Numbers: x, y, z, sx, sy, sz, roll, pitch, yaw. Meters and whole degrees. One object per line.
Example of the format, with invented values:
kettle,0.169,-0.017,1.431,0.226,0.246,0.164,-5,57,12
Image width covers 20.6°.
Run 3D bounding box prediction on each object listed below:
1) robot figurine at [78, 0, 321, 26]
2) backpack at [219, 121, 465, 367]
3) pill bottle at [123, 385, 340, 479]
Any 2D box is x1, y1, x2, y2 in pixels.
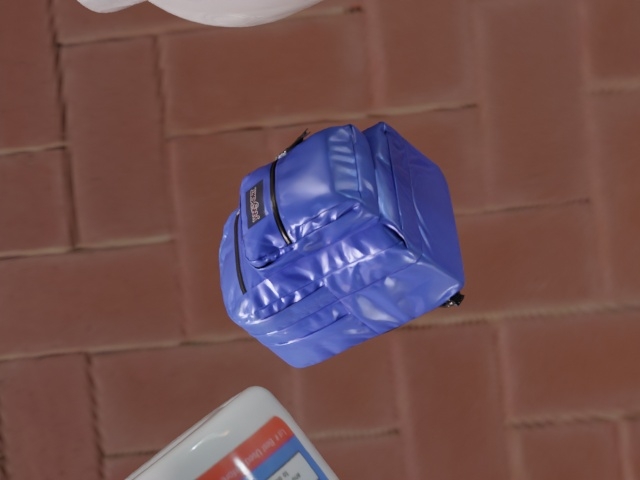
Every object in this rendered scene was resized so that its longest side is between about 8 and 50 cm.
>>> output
robot figurine,-0.019,-0.235,0.978,0.200,0.353,0.300,45,71,-15
backpack,0.000,0.000,0.927,0.120,0.098,0.101,-32,129,27
pill bottle,-0.006,0.181,0.720,0.124,0.124,0.221,-38,88,10
